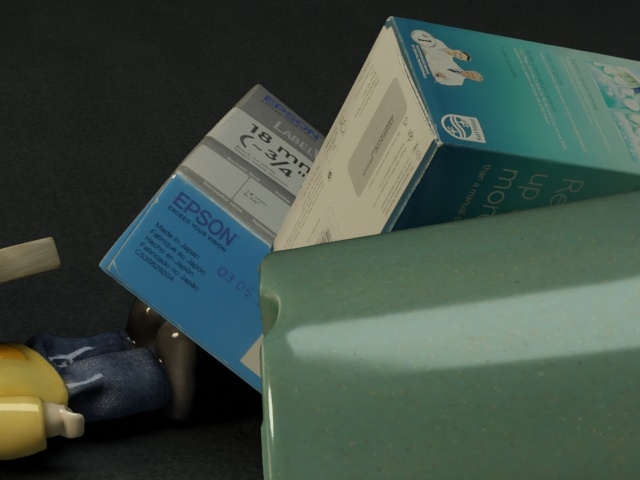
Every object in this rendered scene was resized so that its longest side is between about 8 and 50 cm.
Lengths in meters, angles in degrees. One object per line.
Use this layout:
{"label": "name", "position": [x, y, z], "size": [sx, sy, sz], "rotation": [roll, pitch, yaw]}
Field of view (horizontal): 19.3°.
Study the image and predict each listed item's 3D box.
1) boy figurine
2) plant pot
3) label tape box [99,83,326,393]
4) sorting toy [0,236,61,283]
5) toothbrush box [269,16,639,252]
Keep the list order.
{"label": "boy figurine", "position": [-0.238, 0.096, 1.344], "size": [0.285, 0.092, 0.177], "rotation": [-4, 25, -27]}
{"label": "plant pot", "position": [0.139, 0.120, 1.062], "size": [0.334, 0.341, 0.341], "rotation": [-5, 21, 0]}
{"label": "label tape box", "position": [0.000, 0.000, 1.466], "size": [0.240, 0.106, 0.334], "rotation": [38, 24, -3]}
{"label": "sorting toy", "position": [-0.369, 0.021, 1.367], "size": [0.257, 0.089, 0.255], "rotation": [-16, 2, -42]}
{"label": "toothbrush box", "position": [0.147, -0.009, 1.246], "size": [0.295, 0.216, 0.126], "rotation": [7, 43, -26]}
